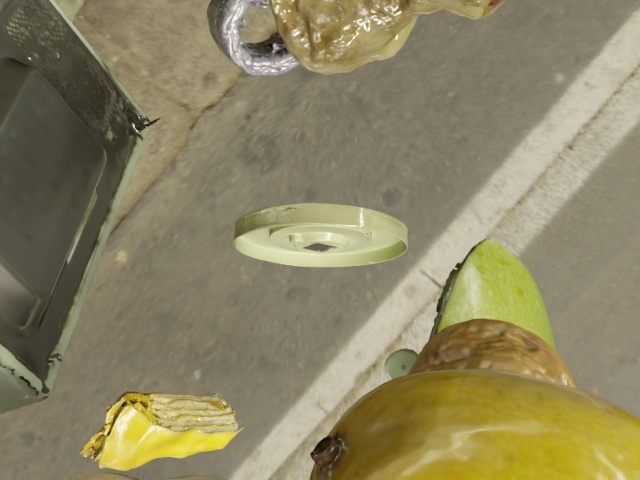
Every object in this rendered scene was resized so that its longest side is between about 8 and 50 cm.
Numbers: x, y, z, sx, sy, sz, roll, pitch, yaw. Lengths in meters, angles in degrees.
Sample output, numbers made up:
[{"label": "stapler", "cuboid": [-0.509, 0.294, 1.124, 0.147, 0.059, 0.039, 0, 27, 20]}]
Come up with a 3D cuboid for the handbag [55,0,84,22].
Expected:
[{"label": "handbag", "cuboid": [-0.434, -0.341, 1.391, 0.109, 0.253, 0.315, 28, 96, 24]}]

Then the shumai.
[{"label": "shumai", "cuboid": [0.108, -0.325, 1.000, 0.283, 0.217, 0.346, 15, 107, 19]}]

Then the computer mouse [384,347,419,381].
[{"label": "computer mouse", "cuboid": [0.132, 0.209, 1.405, 0.056, 0.032, 0.110, -25, 79, -4]}]

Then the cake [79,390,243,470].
[{"label": "cake", "cuboid": [-0.183, 0.233, 1.133, 0.116, 0.185, 0.080, -49, 62, 12]}]

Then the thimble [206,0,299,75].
[{"label": "thimble", "cuboid": [-0.086, -0.317, 1.414, 0.150, 0.098, 0.150, -10, 121, -17]}]

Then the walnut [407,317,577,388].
[{"label": "walnut", "cuboid": [0.109, 0.103, 0.633, 0.124, 0.105, 0.105, -13, 100, 36]}]

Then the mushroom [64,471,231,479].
[{"label": "mushroom", "cuboid": [-0.115, 0.277, 0.481, 0.314, 0.336, 0.314, 0, 90, 3]}]

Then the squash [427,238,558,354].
[{"label": "squash", "cuboid": [0.236, 0.154, 1.441, 0.210, 0.309, 0.233, -26, 140, 19]}]

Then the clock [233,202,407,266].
[{"label": "clock", "cuboid": [0.000, 0.000, 1.301, 0.235, 0.235, 0.029, 2, 74, 0]}]

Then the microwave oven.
[{"label": "microwave oven", "cuboid": [-0.333, -0.035, 0.801, 0.286, 0.355, 0.218, -20, 126, 23]}]

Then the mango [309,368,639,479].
[{"label": "mango", "cuboid": [0.129, 0.189, 0.494, 0.331, 0.142, 0.195, 44, 120, -14]}]
